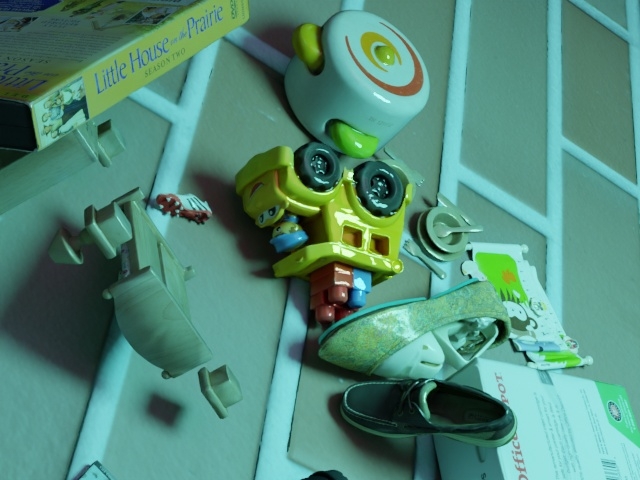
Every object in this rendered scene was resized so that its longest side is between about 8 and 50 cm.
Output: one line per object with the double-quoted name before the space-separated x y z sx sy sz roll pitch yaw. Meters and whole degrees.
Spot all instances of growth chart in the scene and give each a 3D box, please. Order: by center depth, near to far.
"growth chart" 0.305 0.098 1.999 0.172 0.021 0.237 -7 63 -43

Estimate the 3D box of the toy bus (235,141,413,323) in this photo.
"toy bus" 0.000 0.000 1.730 0.220 0.149 0.212 17 65 -29

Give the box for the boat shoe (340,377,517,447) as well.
"boat shoe" 0.132 0.202 1.631 0.223 0.073 0.080 8 60 14

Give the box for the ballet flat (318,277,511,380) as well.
"ballet flat" 0.142 0.130 1.752 0.348 0.123 0.123 -12 68 -49

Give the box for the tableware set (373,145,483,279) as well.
"tableware set" 0.147 -0.049 1.940 0.194 0.039 0.128 41 52 -9

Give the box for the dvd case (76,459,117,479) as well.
"dvd case" -0.237 0.294 1.364 0.087 0.013 0.119 46 39 -2

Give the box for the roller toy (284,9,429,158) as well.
"roller toy" 0.057 -0.238 1.947 0.209 0.146 0.191 52 40 6

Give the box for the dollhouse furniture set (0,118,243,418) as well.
"dollhouse furniture set" -0.262 0.024 1.528 0.356 0.173 0.303 60 5 -29

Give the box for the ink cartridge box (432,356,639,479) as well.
"ink cartridge box" 0.297 0.289 1.759 0.289 0.121 0.211 15 50 -33

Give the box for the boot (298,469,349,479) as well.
"boot" -0.011 0.370 1.439 0.207 0.094 0.246 -4 55 -48

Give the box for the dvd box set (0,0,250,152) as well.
"dvd box set" -0.315 -0.222 1.518 0.420 0.307 0.062 -44 135 -51

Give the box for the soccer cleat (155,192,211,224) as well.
"soccer cleat" -0.175 -0.047 1.682 0.083 0.029 0.036 19 39 -34
